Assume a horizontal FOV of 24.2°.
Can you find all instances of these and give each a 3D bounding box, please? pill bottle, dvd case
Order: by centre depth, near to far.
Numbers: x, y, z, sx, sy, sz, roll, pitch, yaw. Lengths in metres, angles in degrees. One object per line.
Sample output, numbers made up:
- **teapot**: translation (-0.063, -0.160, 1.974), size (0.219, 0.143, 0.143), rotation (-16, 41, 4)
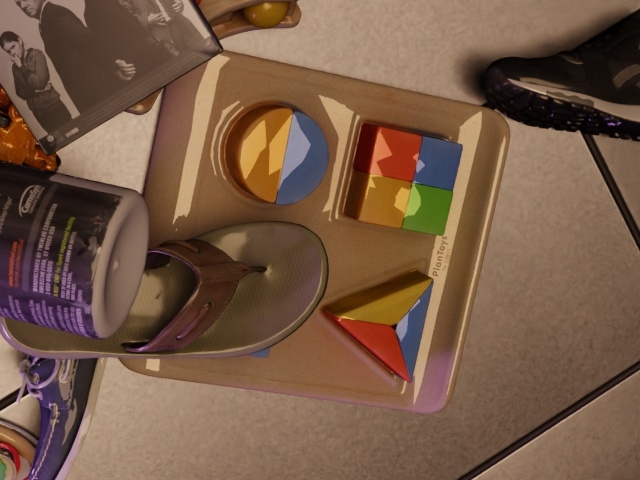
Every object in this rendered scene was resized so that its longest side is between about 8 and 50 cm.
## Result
- **pill bottle**: translation (-0.279, -0.005, 1.256), size (0.246, 0.130, 0.130), rotation (13, 96, 9)
- **dvd case**: translation (-0.219, -0.217, 1.259), size (0.179, 0.029, 0.238), rotation (-30, 102, 4)

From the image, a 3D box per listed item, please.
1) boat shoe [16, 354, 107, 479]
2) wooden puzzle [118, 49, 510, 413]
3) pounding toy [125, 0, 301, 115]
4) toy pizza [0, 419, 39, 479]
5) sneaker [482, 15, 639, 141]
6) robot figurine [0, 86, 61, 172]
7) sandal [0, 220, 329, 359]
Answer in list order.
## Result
- **boat shoe**: translation (-0.239, 0.111, 1.401), size (0.079, 0.095, 0.254), rotation (17, 93, -18)
- **wooden puzzle**: translation (0.000, 0.000, 1.454), size (0.348, 0.080, 0.322), rotation (10, 96, -16)
- **pounding toy**: translation (-0.140, -0.213, 1.324), size (0.270, 0.155, 0.154), rotation (-13, 78, -13)
- **toy pizza**: translation (-0.341, 0.268, 1.431), size (0.201, 0.032, 0.201), rotation (-2, 99, -14)
- **sneaker**: translation (0.295, -0.173, 1.509), size (0.283, 0.107, 0.124), rotation (8, 82, -20)
- **robot figurine**: translation (-0.361, -0.138, 1.323), size (0.291, 0.085, 0.211), rotation (29, 105, -17)
- **sandal**: translation (-0.137, 0.052, 1.331), size (0.303, 0.086, 0.120), rotation (-9, 84, -10)
